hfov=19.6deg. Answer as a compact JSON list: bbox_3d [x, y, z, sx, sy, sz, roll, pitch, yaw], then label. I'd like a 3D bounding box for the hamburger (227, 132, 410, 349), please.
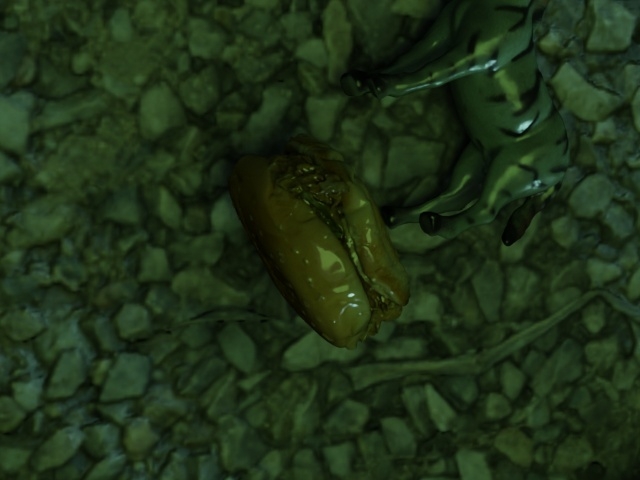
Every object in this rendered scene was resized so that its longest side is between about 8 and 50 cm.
[{"bbox_3d":[0.000,0.000,1.260,0.083,0.138,0.147,-33,118,-12],"label":"hamburger"}]

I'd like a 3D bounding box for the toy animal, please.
[{"bbox_3d":[0.100,-0.118,1.302,0.170,0.090,0.255,-8,108,-23],"label":"toy animal"}]
